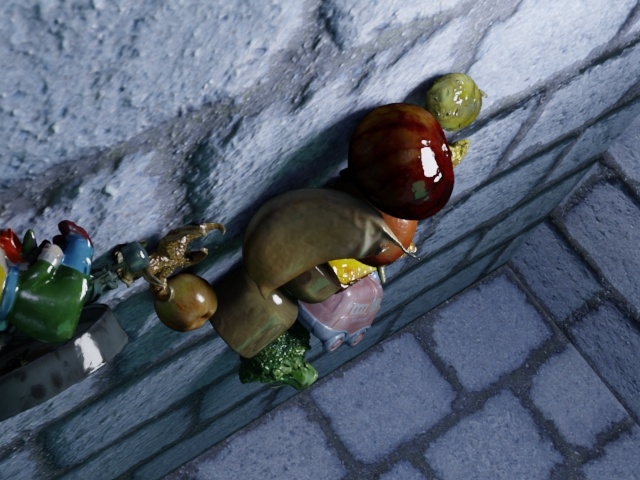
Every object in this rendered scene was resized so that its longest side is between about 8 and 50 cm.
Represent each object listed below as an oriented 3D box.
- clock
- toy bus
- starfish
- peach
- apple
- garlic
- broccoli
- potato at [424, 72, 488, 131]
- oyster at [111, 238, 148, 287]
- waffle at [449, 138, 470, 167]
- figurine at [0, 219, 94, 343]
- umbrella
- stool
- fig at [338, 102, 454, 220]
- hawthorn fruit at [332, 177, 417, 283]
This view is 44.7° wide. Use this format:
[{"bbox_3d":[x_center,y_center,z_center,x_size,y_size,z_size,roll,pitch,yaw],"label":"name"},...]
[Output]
[{"bbox_3d":[-0.463,0.197,1.213,0.325,0.067,0.325,-22,-168,5],"label":"clock"},{"bbox_3d":[0.058,0.160,2.176,0.231,0.197,0.294,-54,156,18],"label":"toy bus"},{"bbox_3d":[-0.246,0.021,1.388,0.190,0.074,0.146,-51,165,-26],"label":"starfish"},{"bbox_3d":[0.074,0.034,1.906,0.267,0.158,0.154,-30,173,-15],"label":"peach"},{"bbox_3d":[-0.276,0.129,1.583,0.126,0.102,0.126,-32,161,-12],"label":"apple"},{"bbox_3d":[0.007,-0.016,1.537,0.339,0.196,0.151,-15,-174,10],"label":"garlic"},{"bbox_3d":[-0.114,0.330,2.239,0.269,0.241,0.261,-13,-153,48],"label":"broccoli"},{"bbox_3d":[0.277,-0.281,1.579,0.225,0.090,0.117,-14,131,-61],"label":"potato"},{"bbox_3d":[-0.337,0.045,1.362,0.086,0.029,0.132,-36,158,-44],"label":"oyster"},{"bbox_3d":[0.264,-0.146,1.875,0.291,0.051,0.291,-47,176,-5],"label":"waffle"},{"bbox_3d":[-0.433,0.037,1.046,0.234,0.185,0.127,17,153,-20],"label":"figurine"},{"bbox_3d":[-0.431,0.089,1.197,0.349,0.094,0.143,-29,-178,-5],"label":"umbrella"},{"bbox_3d":[-0.110,0.116,1.738,0.264,0.179,0.179,-39,163,7],"label":"stool"},{"bbox_3d":[0.148,-0.145,1.474,0.215,0.234,0.235,-21,162,-2],"label":"fig"},{"bbox_3d":[0.121,-0.033,1.664,0.200,0.251,0.199,-9,175,-1],"label":"hawthorn fruit"}]
